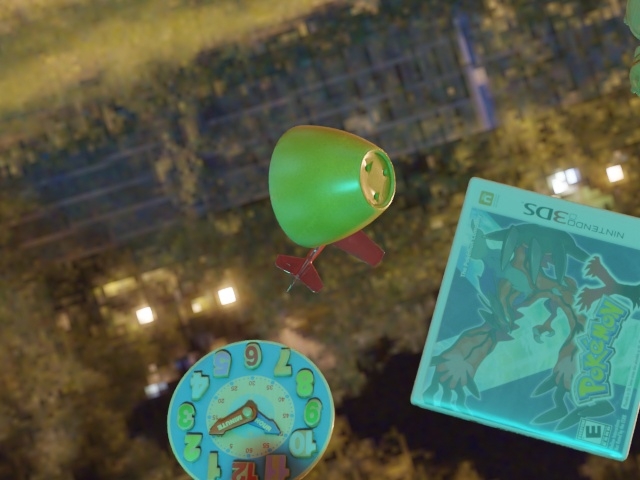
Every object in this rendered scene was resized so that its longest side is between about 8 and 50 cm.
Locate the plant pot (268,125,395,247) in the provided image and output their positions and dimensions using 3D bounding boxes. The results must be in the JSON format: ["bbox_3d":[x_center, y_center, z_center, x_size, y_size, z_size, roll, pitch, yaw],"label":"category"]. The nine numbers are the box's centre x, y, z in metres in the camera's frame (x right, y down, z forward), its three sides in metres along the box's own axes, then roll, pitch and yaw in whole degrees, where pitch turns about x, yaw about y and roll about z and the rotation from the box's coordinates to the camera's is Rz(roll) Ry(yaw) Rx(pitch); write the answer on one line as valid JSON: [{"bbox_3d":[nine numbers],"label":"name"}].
[{"bbox_3d":[0.023,-0.061,1.721,0.095,0.134,0.134,-4,-172,37],"label":"plant pot"}]

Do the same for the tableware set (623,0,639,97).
[{"bbox_3d":[0.387,-0.206,1.783,0.020,0.141,0.169,-10,-153,-25],"label":"tableware set"}]

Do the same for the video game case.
[{"bbox_3d":[0.188,0.063,1.338,0.183,0.201,0.023,14,171,8],"label":"video game case"}]

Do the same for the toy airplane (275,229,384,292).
[{"bbox_3d":[0.000,0.000,1.996,0.151,0.151,0.028,-17,175,-6],"label":"toy airplane"}]

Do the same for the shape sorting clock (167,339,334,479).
[{"bbox_3d":[-0.086,0.215,1.964,0.206,0.206,0.040,-17,155,-2],"label":"shape sorting clock"}]
